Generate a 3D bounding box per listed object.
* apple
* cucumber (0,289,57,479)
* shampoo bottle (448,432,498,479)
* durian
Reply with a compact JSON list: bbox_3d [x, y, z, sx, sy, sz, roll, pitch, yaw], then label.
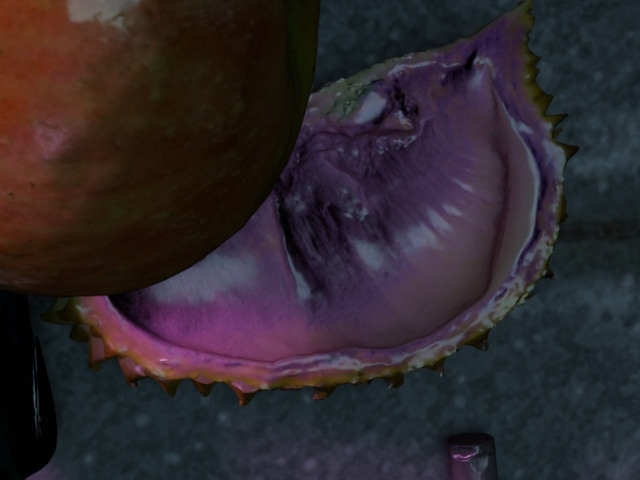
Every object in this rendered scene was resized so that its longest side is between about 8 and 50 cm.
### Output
[{"bbox_3d":[-0.127,-0.130,0.642,0.250,0.277,0.309,7,74,8],"label":"apple"},{"bbox_3d":[-0.202,0.048,0.772,0.086,0.115,0.193,-8,106,5],"label":"cucumber"},{"bbox_3d":[0.106,0.210,0.886,0.080,0.040,0.165,-7,97,-8],"label":"shampoo bottle"},{"bbox_3d":[-0.001,0.001,0.812,0.341,0.112,0.191,-23,98,0],"label":"durian"}]
